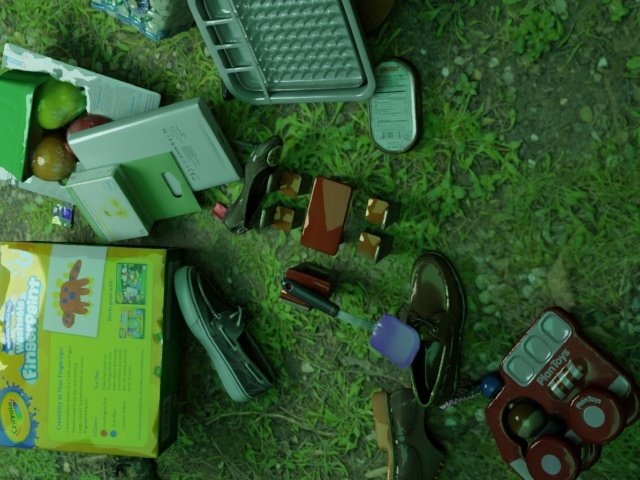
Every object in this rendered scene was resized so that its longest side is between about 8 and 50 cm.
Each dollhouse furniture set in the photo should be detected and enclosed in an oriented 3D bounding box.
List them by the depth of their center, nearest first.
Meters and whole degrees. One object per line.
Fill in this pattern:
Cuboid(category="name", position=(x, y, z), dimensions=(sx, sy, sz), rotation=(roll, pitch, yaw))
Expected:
Cuboid(category="dollhouse furniture set", position=(0.000, 0.000, 1.699), dimensions=(0.262, 0.135, 0.259), rotation=(18, 109, 16))

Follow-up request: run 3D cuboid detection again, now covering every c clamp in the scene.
Cuboid(category="c clamp", position=(-0.180, -0.190, 1.784), dimensions=(0.161, 0.022, 0.137), rotation=(21, 111, 15))

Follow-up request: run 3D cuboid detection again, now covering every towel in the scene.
Cuboid(category="towel", position=(-0.608, -0.073, 1.988), dimensions=(0.060, 0.009, 0.083), rotation=(16, 108, 16))

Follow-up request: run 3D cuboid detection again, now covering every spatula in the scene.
Cuboid(category="spatula", position=(0.056, 0.148, 1.641), dimensions=(0.296, 0.030, 0.084), rotation=(27, 108, 3))

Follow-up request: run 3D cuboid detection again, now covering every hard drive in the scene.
Cuboid(category="hard drive", position=(-0.342, -0.175, 1.762), dimensions=(0.307, 0.040, 0.203), rotation=(-12, 131, 19))

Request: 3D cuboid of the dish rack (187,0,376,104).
Cuboid(category="dish rack", position=(-0.062, -0.390, 1.595), dimensions=(0.333, 0.072, 0.285), rotation=(4, 138, 28))

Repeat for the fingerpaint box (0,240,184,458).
Cuboid(category="fingerpaint box", position=(-0.503, 0.227, 1.852), dimensions=(0.371, 0.163, 0.444), rotation=(2, 91, 6))

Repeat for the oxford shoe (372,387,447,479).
Cuboid(category="oxford shoe", position=(0.201, 0.484, 1.729), dimensions=(0.133, 0.130, 0.363), rotation=(-11, 89, 8))

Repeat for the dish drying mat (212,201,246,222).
Cuboid(category="dish drying mat", position=(-0.198, -0.049, 1.835), dimensions=(0.083, 0.008, 0.032), rotation=(36, 112, 9))

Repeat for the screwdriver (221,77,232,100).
Cuboid(category="screwdriver", position=(-0.202, -0.375, 1.749), dimensions=(0.025, 0.024, 0.170), rotation=(-9, 99, -6))

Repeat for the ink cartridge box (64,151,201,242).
Cuboid(category="ink cartridge box", position=(-0.395, -0.088, 1.789), dimensions=(0.235, 0.056, 0.171), rotation=(-9, 131, 19))

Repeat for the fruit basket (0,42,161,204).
Cuboid(category="fruit basket", position=(-0.547, -0.234, 1.866), dimensions=(0.353, 0.165, 0.327), rotation=(15, 117, -5))

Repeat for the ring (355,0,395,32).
Cuboid(category="ring", position=(-0.015, -0.506, 1.526), dimensions=(0.337, 0.032, 0.336), rotation=(27, 151, 16))

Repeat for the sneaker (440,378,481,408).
Cuboid(category="sneaker", position=(0.285, 0.299, 1.717), dimensions=(0.119, 0.047, 0.057), rotation=(-26, 81, 23))

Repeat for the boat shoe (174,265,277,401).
Cuboid(category="boat shoe", position=(-0.200, 0.192, 1.850), dimensions=(0.119, 0.121, 0.335), rotation=(-24, 104, 16))

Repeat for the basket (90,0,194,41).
Cuboid(category="basket", position=(-0.322, -0.556, 1.650), dimensions=(0.255, 0.201, 0.289), rotation=(30, 122, 13))

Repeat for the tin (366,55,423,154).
Cuboid(category="tin", position=(0.144, -0.260, 1.635), dimensions=(0.106, 0.040, 0.189), rotation=(-1, 103, 17))

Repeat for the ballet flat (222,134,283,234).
Cuboid(category="ballet flat", position=(-0.131, -0.107, 1.738), dimensions=(0.058, 0.084, 0.250), rotation=(47, 124, 25))

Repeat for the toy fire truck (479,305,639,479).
Cuboid(category="toy fire truck", position=(0.440, 0.307, 1.601), dimensions=(0.254, 0.169, 0.302), rotation=(45, 115, 24))

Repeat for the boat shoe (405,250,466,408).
Cuboid(category="boat shoe", position=(0.223, 0.177, 1.658), dimensions=(0.111, 0.104, 0.307), rotation=(-5, 92, 28))

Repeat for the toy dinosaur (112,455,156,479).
Cuboid(category="toy dinosaur", position=(-0.472, 0.524, 2.059), dimensions=(0.118, 0.064, 0.268), rotation=(-16, 95, 17))
